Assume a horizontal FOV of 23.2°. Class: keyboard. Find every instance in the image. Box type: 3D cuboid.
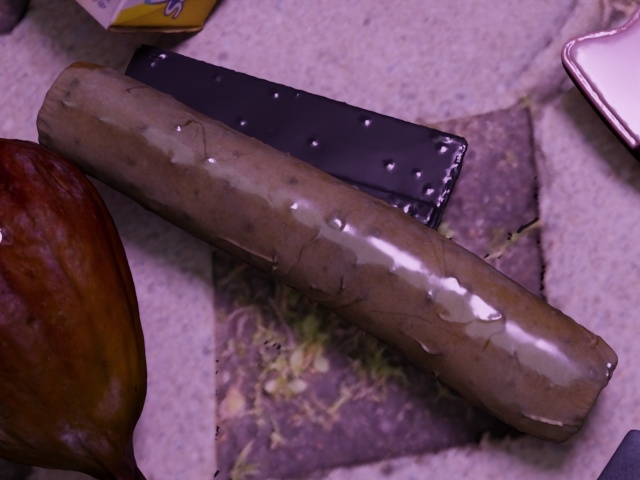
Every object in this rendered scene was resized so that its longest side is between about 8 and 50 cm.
[{"bbox_3d":[-0.024,-0.064,0.992,0.231,0.023,0.072,17,69,14],"label":"keyboard"}]

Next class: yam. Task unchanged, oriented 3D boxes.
[{"bbox_3d":[0.000,0.000,0.924,0.371,0.083,0.083,31,77,11],"label":"yam"}]

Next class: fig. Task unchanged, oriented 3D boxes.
[{"bbox_3d":[-0.156,0.071,0.907,0.145,0.170,0.274,-34,89,10],"label":"fig"}]

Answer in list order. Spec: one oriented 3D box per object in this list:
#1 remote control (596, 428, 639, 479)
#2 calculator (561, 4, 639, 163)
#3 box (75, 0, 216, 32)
[{"bbox_3d":[0.112,0.283,0.838,0.107,0.044,0.377,33,78,12],"label":"remote control"},{"bbox_3d":[0.320,-0.068,0.935,0.330,0.048,0.220,39,79,16],"label":"calculator"},{"bbox_3d":[-0.096,-0.280,0.968,0.168,0.097,0.265,45,117,18],"label":"box"}]
